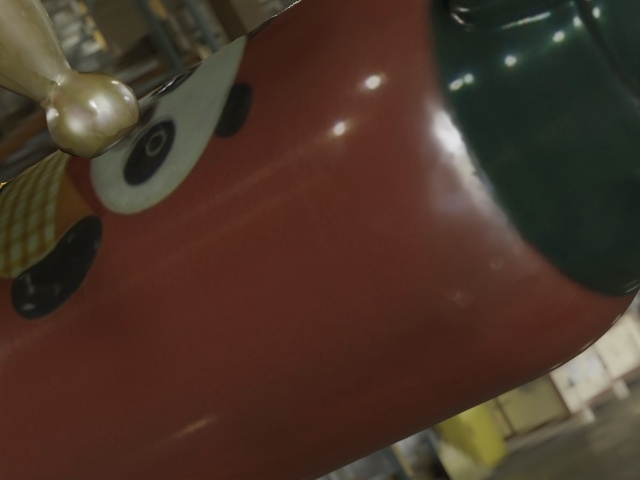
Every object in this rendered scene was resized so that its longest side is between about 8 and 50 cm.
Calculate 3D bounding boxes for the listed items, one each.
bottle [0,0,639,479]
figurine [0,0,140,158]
[{"bbox_3d":[0.000,0.000,0.542,0.336,0.144,0.144,-28,-1,30],"label":"bottle"},{"bbox_3d":[-0.175,-0.158,0.300,0.207,0.387,0.166,-37,4,-27],"label":"figurine"}]
